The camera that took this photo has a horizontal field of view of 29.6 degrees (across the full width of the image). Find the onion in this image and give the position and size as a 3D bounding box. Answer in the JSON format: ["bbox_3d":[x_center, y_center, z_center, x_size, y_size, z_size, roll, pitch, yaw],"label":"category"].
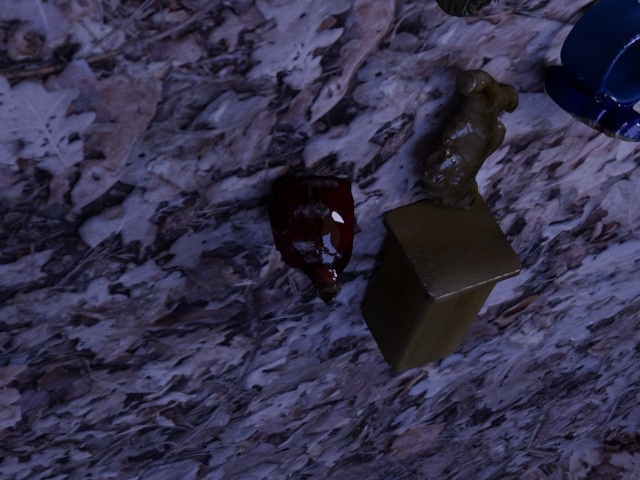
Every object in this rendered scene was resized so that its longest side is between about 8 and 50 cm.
[{"bbox_3d":[-0.016,-0.001,1.833,0.135,0.198,0.173,3,151,3],"label":"onion"}]

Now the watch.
[{"bbox_3d":[0.468,-0.273,1.898,0.196,0.171,0.200,-7,133,-54],"label":"watch"}]

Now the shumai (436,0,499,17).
[{"bbox_3d":[0.212,-0.358,1.605,0.087,0.099,0.124,-20,155,-50],"label":"shumai"}]

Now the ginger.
[{"bbox_3d":[0.235,-0.161,1.927,0.166,0.080,0.333,-29,147,-34],"label":"ginger"}]

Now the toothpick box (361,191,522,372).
[{"bbox_3d":[0.196,0.085,2.157,0.190,0.187,0.308,-17,151,-24],"label":"toothpick box"}]
